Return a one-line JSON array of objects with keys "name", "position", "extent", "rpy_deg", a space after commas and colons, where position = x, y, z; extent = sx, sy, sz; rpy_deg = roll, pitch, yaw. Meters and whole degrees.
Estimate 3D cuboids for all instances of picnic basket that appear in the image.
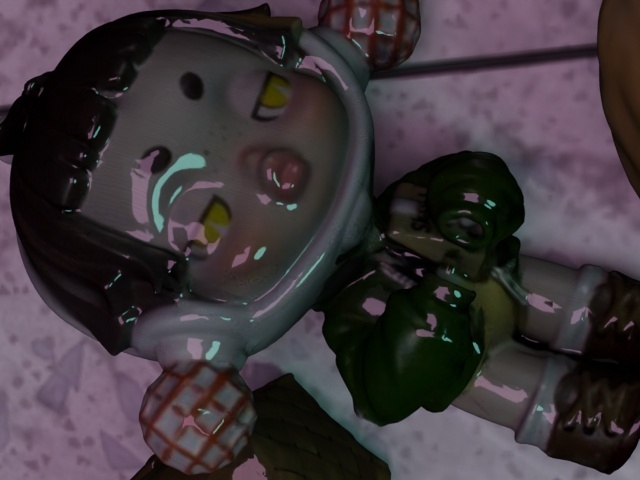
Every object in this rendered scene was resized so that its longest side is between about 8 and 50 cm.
[{"name": "picnic basket", "position": [-0.057, 0.171, 0.889], "extent": [0.178, 0.138, 0.128], "rpy_deg": [-41, 88, 18]}]

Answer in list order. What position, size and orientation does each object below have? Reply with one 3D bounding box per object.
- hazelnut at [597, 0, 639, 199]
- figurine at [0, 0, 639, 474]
[{"name": "hazelnut", "position": [0.250, -0.079, 0.735], "extent": [0.261, 0.261, 0.241], "rpy_deg": [36, 76, 4]}, {"name": "figurine", "position": [0.000, 0.000, 0.832], "extent": [0.370, 0.167, 0.281], "rpy_deg": [23, 71, -2]}]
